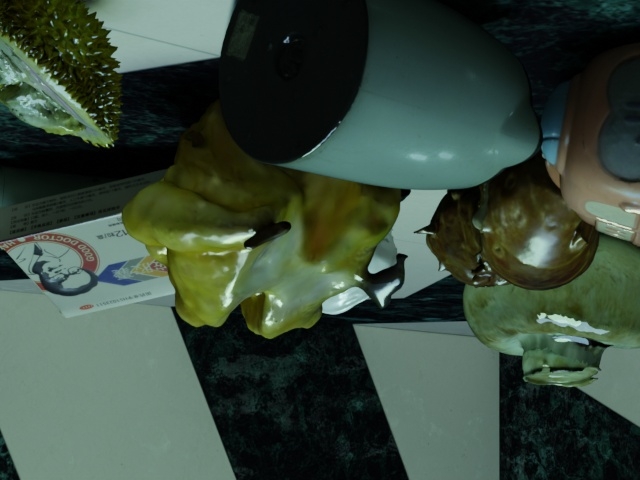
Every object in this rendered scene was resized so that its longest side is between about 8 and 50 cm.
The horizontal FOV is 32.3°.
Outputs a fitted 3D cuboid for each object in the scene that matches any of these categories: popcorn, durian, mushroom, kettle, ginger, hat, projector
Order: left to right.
[{"bbox_3d":[-0.237,-0.169,0.901,0.146,0.102,0.208,16,154,35],"label":"durian"},{"bbox_3d":[-0.322,-0.041,1.563,0.337,0.108,0.108,6,169,-19],"label":"projector"},{"bbox_3d":[-0.059,-0.035,1.249,0.297,0.281,0.316,-33,140,-7],"label":"popcorn"},{"bbox_3d":[0.000,0.000,1.636,0.203,0.203,0.126,-5,152,32],"label":"hat"},{"bbox_3d":[0.041,-0.134,0.910,0.236,0.161,0.221,8,-164,-44],"label":"kettle"},{"bbox_3d":[0.243,-0.019,1.420,0.254,0.176,0.418,-6,174,9],"label":"ginger"},{"bbox_3d":[0.419,0.111,1.886,0.352,0.260,0.352,3,165,1],"label":"mushroom"}]

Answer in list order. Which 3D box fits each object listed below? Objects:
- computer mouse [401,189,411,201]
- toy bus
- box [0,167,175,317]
[{"bbox_3d":[0.070,-0.069,1.483,0.099,0.057,0.172,-3,172,17],"label":"computer mouse"},{"bbox_3d":[0.323,-0.087,1.035,0.232,0.194,0.287,12,174,16],"label":"toy bus"},{"bbox_3d":[-0.225,-0.003,1.486,0.353,0.069,0.214,-11,146,9],"label":"box"}]
